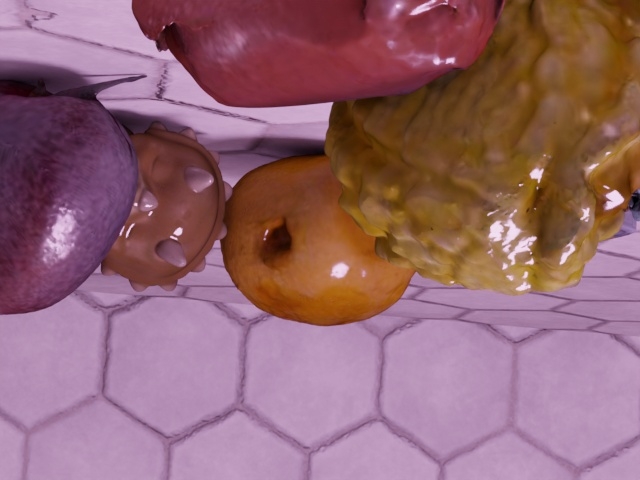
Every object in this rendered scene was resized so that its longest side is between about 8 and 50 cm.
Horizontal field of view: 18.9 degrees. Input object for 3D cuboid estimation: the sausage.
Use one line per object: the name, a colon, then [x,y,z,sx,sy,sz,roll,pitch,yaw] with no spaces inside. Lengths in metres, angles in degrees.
sausage: [-0.001,-0.162,1.250,0.152,0.152,0.280,12,169,-43]

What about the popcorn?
popcorn: [0.138,-0.075,1.309,0.286,0.225,0.174,-24,140,22]

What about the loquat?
loquat: [0.000,0.000,2.103,0.238,0.193,0.238,-11,-177,1]

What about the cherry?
cherry: [-0.277,-0.055,1.848,0.184,0.266,0.213,23,176,-41]

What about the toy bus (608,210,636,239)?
toy bus: [0.284,-0.040,2.156,0.075,0.064,0.190,-9,165,34]

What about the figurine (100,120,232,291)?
figurine: [-0.182,-0.033,2.038,0.173,0.177,0.247,23,158,-3]

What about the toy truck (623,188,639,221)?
toy truck: [0.279,-0.076,1.672,0.115,0.080,0.178,-22,-165,-18]
